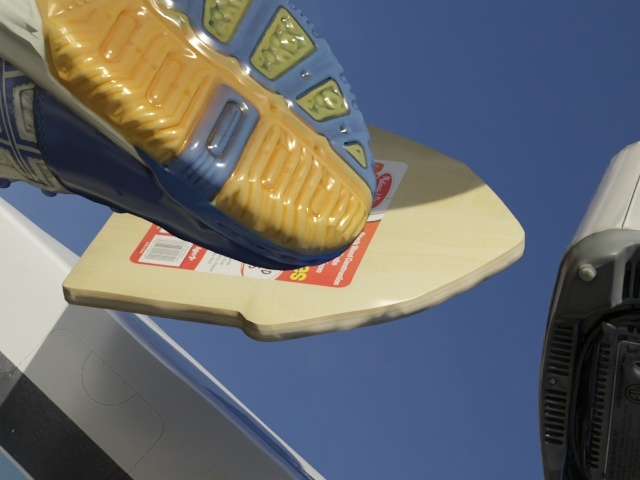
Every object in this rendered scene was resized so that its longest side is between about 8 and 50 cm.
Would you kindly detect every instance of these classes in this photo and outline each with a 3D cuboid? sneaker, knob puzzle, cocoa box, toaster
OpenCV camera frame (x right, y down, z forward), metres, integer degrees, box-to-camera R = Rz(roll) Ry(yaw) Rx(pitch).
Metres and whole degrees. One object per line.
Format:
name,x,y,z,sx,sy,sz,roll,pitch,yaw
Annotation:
sneaker,-0.120,-0.070,0.697,0.296,0.112,0.131,34,-50,-5
knob puzzle,0.000,0.000,0.901,0.213,0.213,0.030,40,-40,49
cocoa box,-0.133,0.173,1.111,0.347,0.228,0.231,40,-4,26
toaster,0.188,0.056,0.986,0.129,0.146,0.227,9,-56,15
